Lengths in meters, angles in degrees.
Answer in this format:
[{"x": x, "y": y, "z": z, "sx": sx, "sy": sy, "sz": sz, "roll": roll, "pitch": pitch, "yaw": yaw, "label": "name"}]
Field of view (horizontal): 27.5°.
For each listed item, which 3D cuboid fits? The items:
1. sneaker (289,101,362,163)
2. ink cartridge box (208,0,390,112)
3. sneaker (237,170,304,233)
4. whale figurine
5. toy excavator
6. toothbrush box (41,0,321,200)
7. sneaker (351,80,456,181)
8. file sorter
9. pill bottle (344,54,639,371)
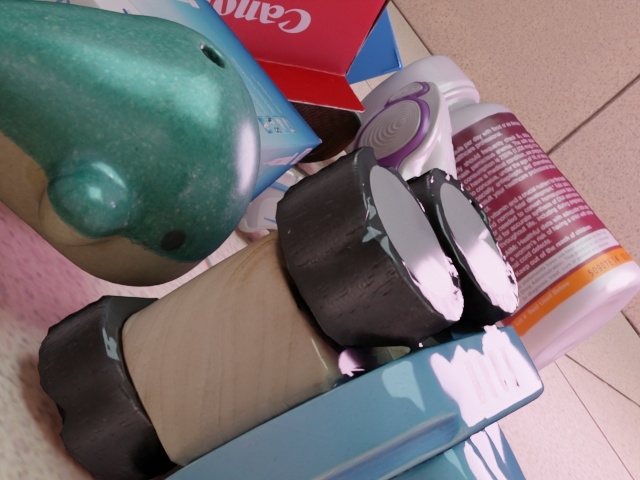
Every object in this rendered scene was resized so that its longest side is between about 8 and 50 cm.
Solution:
[{"x": -0.052, "y": -0.178, "z": 1.519, "sx": 0.290, "sy": 0.106, "sz": 0.123, "roll": 22, "pitch": 33, "yaw": -58, "label": "sneaker"}, {"x": -0.094, "y": -0.282, "z": 1.389, "sx": 0.310, "sy": 0.130, "sz": 0.271, "roll": 5, "pitch": 41, "yaw": -33, "label": "ink cartridge box"}, {"x": 0.000, "y": 0.000, "z": 1.260, "sx": 0.191, "sy": 0.083, "sz": 0.071, "roll": 26, "pitch": -10, "yaw": -22, "label": "sneaker"}, {"x": -0.145, "y": -0.089, "z": 0.774, "sx": 0.272, "sy": 0.141, "sz": 0.216, "roll": 35, "pitch": 22, "yaw": -39, "label": "whale figurine"}, {"x": 0.082, "y": 0.198, "z": 0.826, "sx": 0.445, "sy": 0.222, "sz": 0.433, "roll": 65, "pitch": 19, "yaw": 10, "label": "toy excavator"}, {"x": -0.144, "y": -0.120, "z": 1.055, "sx": 0.216, "sy": 0.126, "sz": 0.295, "roll": 51, "pitch": 14, "yaw": 4, "label": "toothbrush box"}, {"x": 0.110, "y": -0.046, "z": 1.550, "sx": 0.152, "sy": 0.114, "sz": 0.305, "roll": 44, "pitch": 44, "yaw": -47, "label": "sneaker"}, {"x": 0.022, "y": -0.288, "z": 1.670, "sx": 0.104, "sy": 0.118, "sz": 0.170, "roll": -101, "pitch": 175, "yaw": -77, "label": "file sorter"}, {"x": 0.210, "y": -0.034, "z": 1.686, "sx": 0.392, "sy": 0.224, "sz": 0.224, "roll": 54, "pitch": 15, "yaw": 17, "label": "pill bottle"}]
